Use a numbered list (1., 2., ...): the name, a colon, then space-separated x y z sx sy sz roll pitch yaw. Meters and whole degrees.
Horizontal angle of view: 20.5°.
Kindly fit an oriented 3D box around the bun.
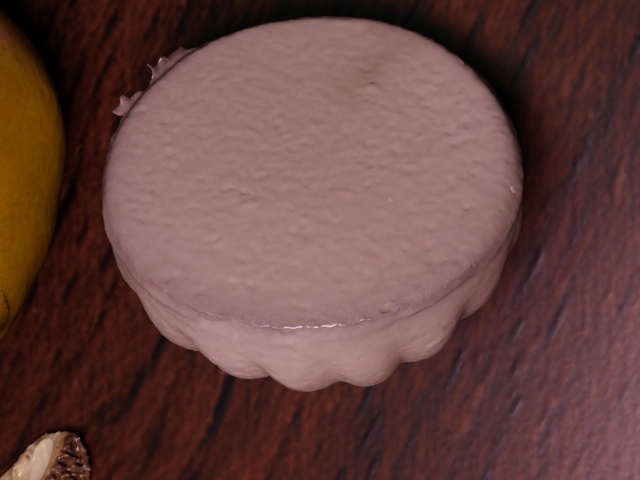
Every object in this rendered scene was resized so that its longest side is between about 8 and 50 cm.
1. bun: 0.000 0.000 1.119 0.263 0.175 0.263 -4 51 5

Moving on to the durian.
1. durian: -0.213 0.188 1.255 0.130 0.052 0.066 -44 73 16

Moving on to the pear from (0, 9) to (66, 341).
1. pear: -0.302 -0.062 1.195 0.285 0.285 0.336 -6 49 21
